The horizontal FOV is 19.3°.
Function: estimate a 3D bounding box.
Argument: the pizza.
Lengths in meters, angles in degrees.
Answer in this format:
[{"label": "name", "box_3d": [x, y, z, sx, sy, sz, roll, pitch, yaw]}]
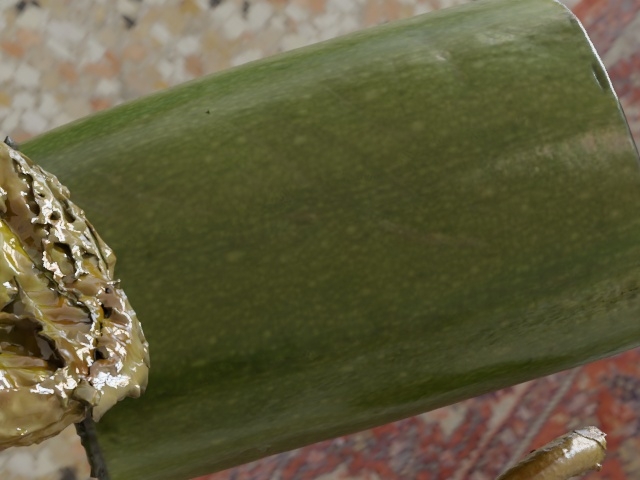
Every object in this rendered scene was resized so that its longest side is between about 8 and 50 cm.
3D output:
[{"label": "pizza", "box_3d": [0.118, 0.195, 1.260, 0.178, 0.131, 0.041, -29, 65, -37]}]

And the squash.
[{"label": "squash", "box_3d": [0.000, 0.000, 1.247, 0.384, 0.263, 0.263, -17, 76, -8]}]

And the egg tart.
[{"label": "egg tart", "box_3d": [-0.192, 0.018, 0.779, 0.252, 0.098, 0.232, 36, 28, 18]}]
